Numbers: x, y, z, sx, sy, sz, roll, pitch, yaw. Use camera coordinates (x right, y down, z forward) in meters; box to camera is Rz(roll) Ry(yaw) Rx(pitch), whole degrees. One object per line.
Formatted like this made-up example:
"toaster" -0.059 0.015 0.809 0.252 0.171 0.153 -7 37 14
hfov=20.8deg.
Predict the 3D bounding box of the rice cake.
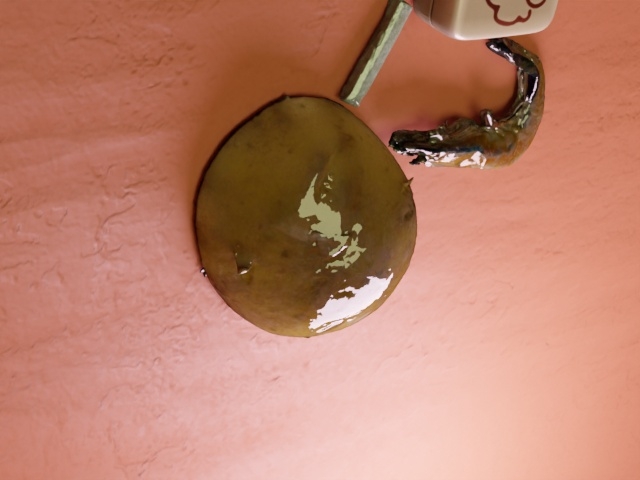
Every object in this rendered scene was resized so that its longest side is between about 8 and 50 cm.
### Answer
"rice cake" 0.056 -0.192 1.776 0.022 0.021 0.121 21 101 -39

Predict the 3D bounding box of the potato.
"potato" 0.000 0.000 1.798 0.239 0.116 0.299 -36 132 -7

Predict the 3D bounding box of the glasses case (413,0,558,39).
"glasses case" 0.188 -0.368 1.725 0.144 0.076 0.336 -11 123 -32

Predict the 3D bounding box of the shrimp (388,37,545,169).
"shrimp" 0.168 -0.141 1.874 0.219 0.046 0.152 -9 123 -38
